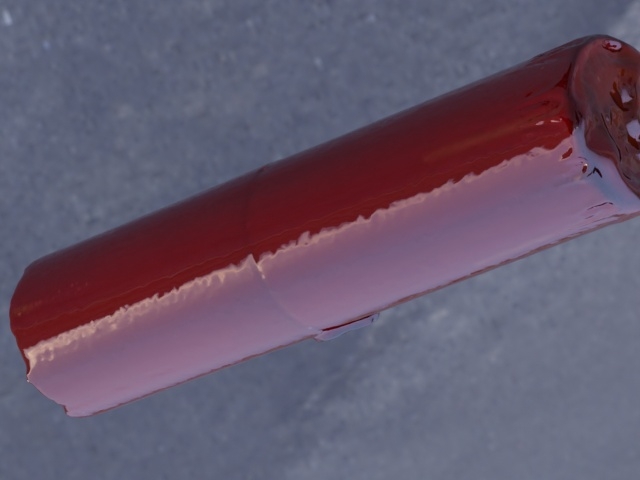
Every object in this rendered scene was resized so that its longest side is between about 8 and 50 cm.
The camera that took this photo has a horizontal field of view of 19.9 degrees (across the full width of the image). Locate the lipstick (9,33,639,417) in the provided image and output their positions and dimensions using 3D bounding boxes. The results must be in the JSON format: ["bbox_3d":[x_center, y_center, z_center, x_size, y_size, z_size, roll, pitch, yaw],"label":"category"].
[{"bbox_3d":[-0.001,0.000,0.681,0.279,0.073,0.073,-21,159,36],"label":"lipstick"}]
